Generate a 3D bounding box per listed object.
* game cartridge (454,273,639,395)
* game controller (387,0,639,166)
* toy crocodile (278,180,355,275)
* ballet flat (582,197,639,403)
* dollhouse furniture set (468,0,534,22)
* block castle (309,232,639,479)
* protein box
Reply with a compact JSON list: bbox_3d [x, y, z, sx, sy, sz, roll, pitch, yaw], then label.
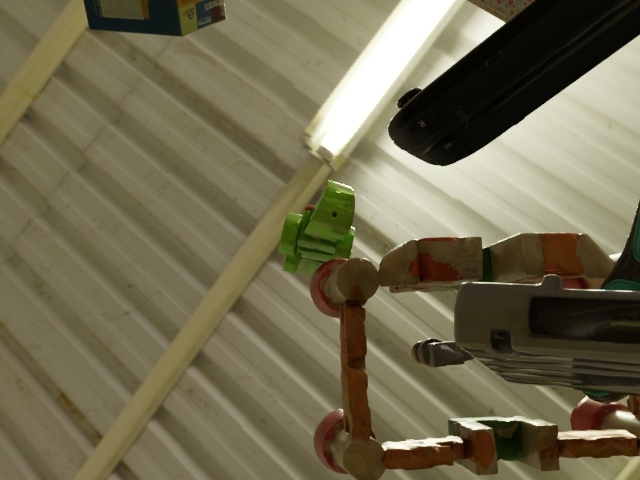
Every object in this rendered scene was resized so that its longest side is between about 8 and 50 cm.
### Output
[{"bbox_3d":[0.297,0.081,0.483,0.355,0.230,0.068,0,-103,25],"label":"game cartridge"},{"bbox_3d":[0.190,-0.160,0.461,0.319,0.166,0.067,-36,-90,26],"label":"game controller"},{"bbox_3d":[0.000,0.000,1.110,0.115,0.340,0.105,13,-105,2],"label":"toy crocodile"},{"bbox_3d":[0.400,0.049,0.781,0.108,0.106,0.315,35,-70,51],"label":"ballet flat"},{"bbox_3d":[0.255,-0.401,0.838,0.304,0.174,0.355,21,-90,-17],"label":"dollhouse furniture set"},{"bbox_3d":[0.216,0.155,0.910,0.454,0.213,0.302,-2,-98,-7],"label":"block castle"},{"bbox_3d":[-0.290,-0.464,1.131,0.201,0.136,0.199,11,-57,23],"label":"protein box"}]
